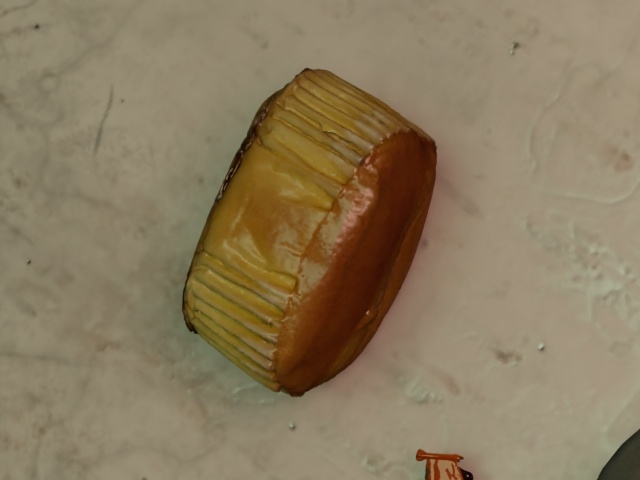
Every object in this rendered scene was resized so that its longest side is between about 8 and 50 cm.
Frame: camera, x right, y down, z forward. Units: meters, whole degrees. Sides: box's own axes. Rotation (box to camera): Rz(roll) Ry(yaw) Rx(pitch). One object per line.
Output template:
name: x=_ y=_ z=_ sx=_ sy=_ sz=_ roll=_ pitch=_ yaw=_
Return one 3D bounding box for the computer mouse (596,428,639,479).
computer mouse: x=0.290 y=0.256 z=1.080 sx=0.188 sy=0.122 sz=0.371 roll=-35 pitch=75 yaw=6

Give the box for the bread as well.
bread: x=0.000 y=0.000 z=1.227 sx=0.114 sy=0.132 sz=0.190 roll=31 pitch=99 yaw=23

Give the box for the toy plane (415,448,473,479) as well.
toy plane: x=0.102 y=0.198 z=1.204 sx=0.188 sy=0.062 sz=0.135 roll=3 pitch=83 yaw=8
